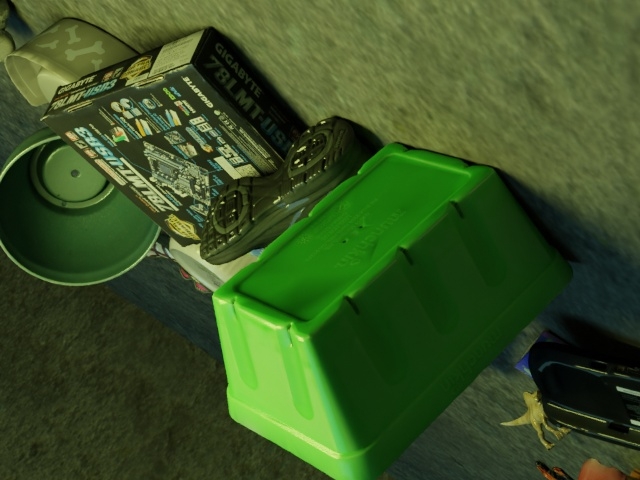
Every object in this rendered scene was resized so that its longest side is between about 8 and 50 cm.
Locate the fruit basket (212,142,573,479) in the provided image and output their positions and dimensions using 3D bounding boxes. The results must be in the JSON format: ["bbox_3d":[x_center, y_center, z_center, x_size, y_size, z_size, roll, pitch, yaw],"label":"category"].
[{"bbox_3d":[0.083,0.122,1.353,0.283,0.392,0.392,20,158,47],"label":"fruit basket"}]

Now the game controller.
[{"bbox_3d":[0.398,0.202,1.430,0.319,0.067,0.166,11,137,39],"label":"game controller"}]

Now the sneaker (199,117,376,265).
[{"bbox_3d":[-0.034,-0.032,1.470,0.286,0.109,0.130,-29,132,35],"label":"sneaker"}]

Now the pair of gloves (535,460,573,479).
[{"bbox_3d":[0.433,0.431,2.190,0.074,0.010,0.083,45,160,-25],"label":"pair of gloves"}]

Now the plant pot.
[{"bbox_3d":[-0.438,-0.092,2.145,0.293,0.293,0.196,45,-171,-29],"label":"plant pot"}]

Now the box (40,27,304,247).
[{"bbox_3d":[-0.165,-0.119,1.567,0.293,0.073,0.295,-11,136,41],"label":"box"}]

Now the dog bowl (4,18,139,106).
[{"bbox_3d":[-0.307,-0.194,1.806,0.349,0.102,0.349,34,164,11],"label":"dog bowl"}]

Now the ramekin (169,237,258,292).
[{"bbox_3d":[-0.174,0.024,2.150,0.207,0.109,0.207,34,165,10],"label":"ramekin"}]

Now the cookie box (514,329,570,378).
[{"bbox_3d":[0.317,0.169,1.600,0.092,0.040,0.107,33,165,7],"label":"cookie box"}]

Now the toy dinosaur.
[{"bbox_3d":[0.347,0.278,1.880,0.092,0.053,0.183,49,161,15],"label":"toy dinosaur"}]

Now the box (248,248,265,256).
[{"bbox_3d":[-0.129,-0.021,1.855,0.109,0.042,0.178,43,164,-22],"label":"box"}]

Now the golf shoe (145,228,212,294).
[{"bbox_3d":[-0.297,-0.007,2.407,0.273,0.105,0.120,30,149,5],"label":"golf shoe"}]

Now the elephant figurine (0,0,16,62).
[{"bbox_3d":[-0.599,-0.355,1.921,0.239,0.169,0.186,44,146,48],"label":"elephant figurine"}]

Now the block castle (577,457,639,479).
[{"bbox_3d":[0.536,0.492,1.767,0.303,0.212,0.453,22,161,35],"label":"block castle"}]
